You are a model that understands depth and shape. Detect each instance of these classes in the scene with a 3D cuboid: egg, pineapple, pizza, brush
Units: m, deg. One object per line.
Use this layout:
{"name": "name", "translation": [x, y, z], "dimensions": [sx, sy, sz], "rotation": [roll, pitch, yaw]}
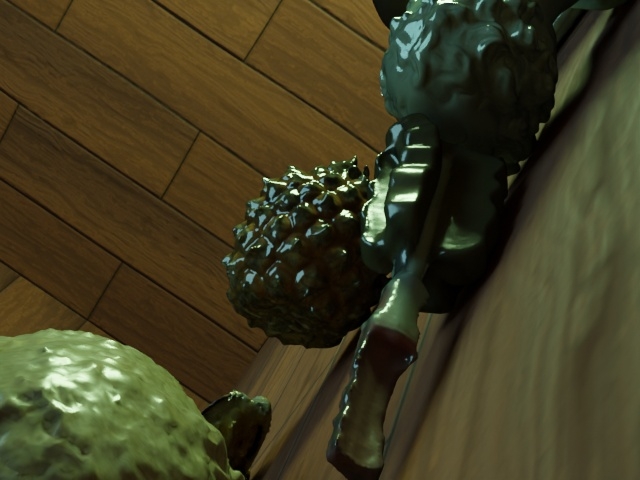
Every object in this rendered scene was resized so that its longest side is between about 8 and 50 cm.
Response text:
{"name": "egg", "translation": [-0.180, 0.191, 0.761], "dimensions": [0.279, 0.279, 0.310], "rotation": [-55, 0, 25]}
{"name": "pineapple", "translation": [0.000, 0.000, 1.072], "dimensions": [0.166, 0.166, 0.193], "rotation": [127, 165, -65]}
{"name": "pizza", "translation": [-0.137, 0.266, 1.122], "dimensions": [0.305, 0.085, 0.161], "rotation": [-53, -20, 25]}
{"name": "brush", "translation": [0.047, 0.025, 0.617], "dimensions": [0.071, 0.084, 0.301], "rotation": [-54, 8, 35]}

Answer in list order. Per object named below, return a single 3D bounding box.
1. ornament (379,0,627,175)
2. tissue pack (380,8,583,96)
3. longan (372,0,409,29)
{"name": "ornament", "translation": [0.146, -0.176, 0.789], "dimensions": [0.285, 0.130, 0.120], "rotation": [-56, 14, -21]}
{"name": "tissue pack", "translation": [0.181, -0.231, 1.100], "dimensions": [0.271, 0.124, 0.201], "rotation": [-56, -3, 18]}
{"name": "longan", "translation": [0.189, -0.362, 1.540], "dimensions": [0.258, 0.258, 0.258], "rotation": [-56, 1, 2]}
